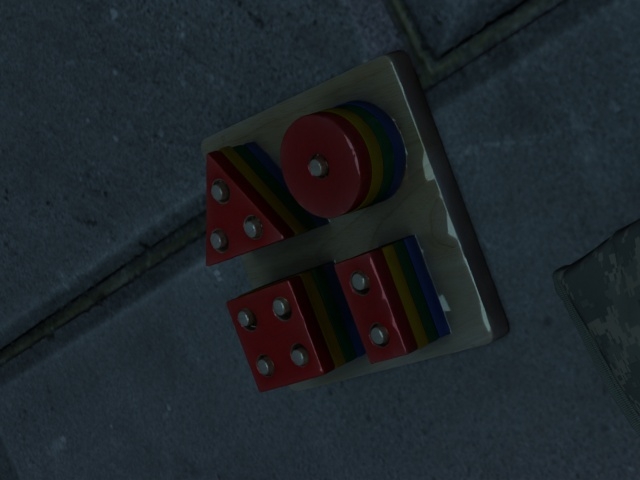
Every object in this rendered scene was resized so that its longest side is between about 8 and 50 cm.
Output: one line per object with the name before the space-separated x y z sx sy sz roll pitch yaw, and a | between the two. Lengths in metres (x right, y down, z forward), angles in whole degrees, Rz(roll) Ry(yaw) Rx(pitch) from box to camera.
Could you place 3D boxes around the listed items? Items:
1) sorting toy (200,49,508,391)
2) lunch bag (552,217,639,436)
sorting toy | 0.000 0.000 1.207 0.257 0.089 0.255 -20 91 45
lunch bag | 0.310 0.089 0.861 0.287 0.169 0.235 63 161 9
